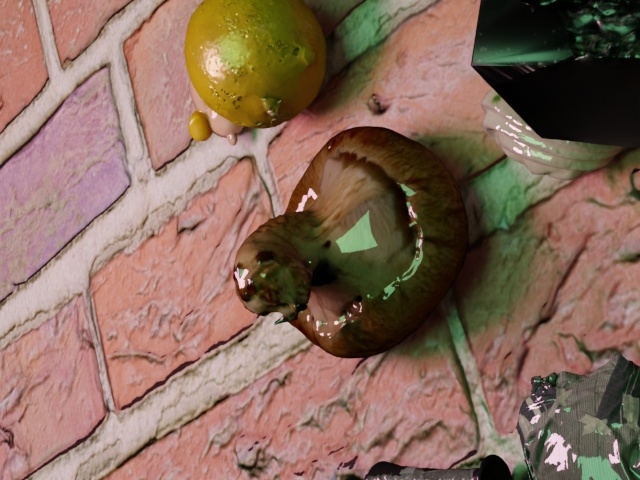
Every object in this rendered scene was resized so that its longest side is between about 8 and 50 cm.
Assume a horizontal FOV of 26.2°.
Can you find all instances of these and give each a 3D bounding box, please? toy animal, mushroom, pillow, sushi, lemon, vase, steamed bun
[{"bbox_3d":[-0.122,-0.181,1.768,0.082,0.091,0.114,4,102,18],"label":"toy animal"},{"bbox_3d":[0.033,-0.008,1.505,0.267,0.254,0.267,-12,61,22],"label":"mushroom"},{"bbox_3d":[0.275,0.277,1.279,0.161,0.092,0.335,-22,70,34],"label":"pillow"},{"bbox_3d":[0.292,-0.199,1.212,0.227,0.215,0.212,-1,69,33],"label":"sushi"},{"bbox_3d":[-0.081,-0.227,1.654,0.206,0.173,0.173,43,115,38],"label":"lemon"},{"bbox_3d":[0.125,0.261,1.466,0.167,0.059,0.059,-12,76,45],"label":"vase"},{"bbox_3d":[0.232,-0.147,1.369,0.183,0.106,0.183,-9,77,46],"label":"steamed bun"}]
